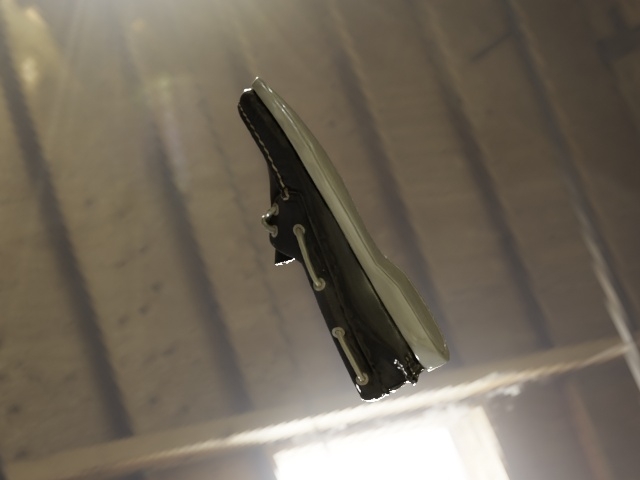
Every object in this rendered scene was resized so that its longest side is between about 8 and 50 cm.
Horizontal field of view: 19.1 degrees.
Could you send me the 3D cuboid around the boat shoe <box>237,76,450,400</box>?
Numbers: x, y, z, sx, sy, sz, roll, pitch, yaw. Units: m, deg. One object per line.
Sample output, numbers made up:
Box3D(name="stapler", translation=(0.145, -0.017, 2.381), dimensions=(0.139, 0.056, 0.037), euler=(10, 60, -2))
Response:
Box3D(name="boat shoe", translation=(0.000, 0.000, 0.694), dimensions=(0.125, 0.038, 0.046), euler=(58, -170, -2))
